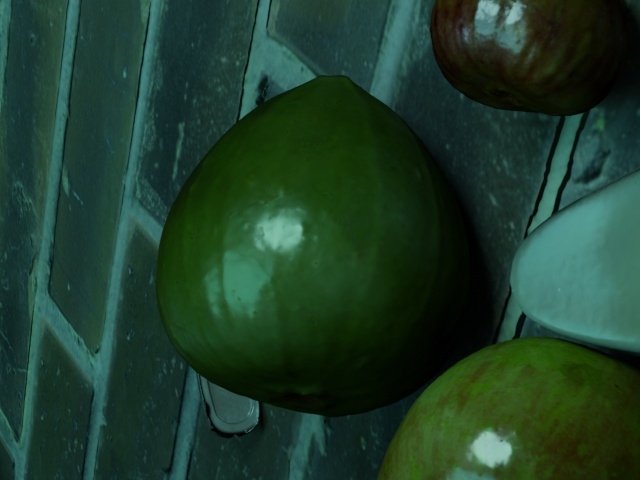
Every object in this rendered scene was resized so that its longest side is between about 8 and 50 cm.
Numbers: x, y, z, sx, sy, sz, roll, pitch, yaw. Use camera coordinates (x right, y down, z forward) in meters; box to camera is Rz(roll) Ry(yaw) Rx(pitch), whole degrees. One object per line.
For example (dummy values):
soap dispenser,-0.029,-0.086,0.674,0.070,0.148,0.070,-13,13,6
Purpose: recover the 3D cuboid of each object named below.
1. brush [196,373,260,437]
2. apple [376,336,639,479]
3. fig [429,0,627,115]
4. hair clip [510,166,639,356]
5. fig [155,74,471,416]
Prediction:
brush,-0.136,0.088,1.669,0.067,0.072,0.313,154,106,-70
apple,0.172,0.196,1.053,0.246,0.226,0.246,13,126,19
fig,0.165,-0.183,1.085,0.149,0.148,0.202,-28,37,31
hair clip,0.256,0.017,1.006,0.282,0.113,0.173,-20,71,55
fig,0.000,0.000,1.259,0.316,0.316,0.316,18,112,54
